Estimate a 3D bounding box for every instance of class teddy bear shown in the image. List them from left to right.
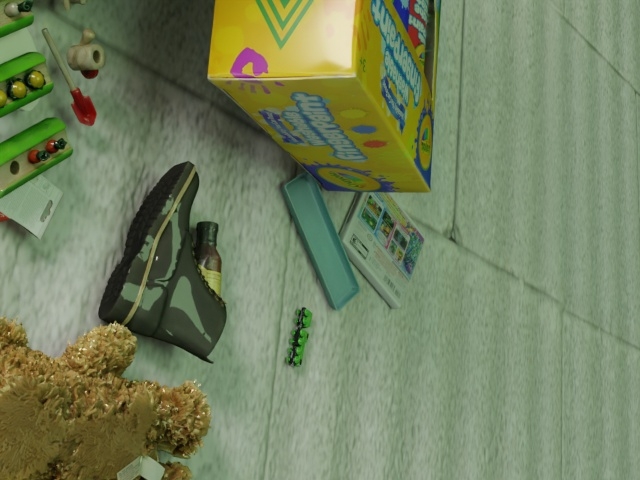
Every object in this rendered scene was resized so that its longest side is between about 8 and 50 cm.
[{"bbox_3d":[-0.230,0.193,0.911,0.338,0.113,0.245,5,89,-55],"label":"teddy bear"}]

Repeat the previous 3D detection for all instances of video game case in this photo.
[{"bbox_3d":[0.093,-0.001,1.404,0.157,0.019,0.143,49,47,-31],"label":"video game case"}]

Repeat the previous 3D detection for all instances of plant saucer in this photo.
[{"bbox_3d":[0.000,0.000,1.291,0.067,0.018,0.192,-38,110,-48],"label":"plant saucer"}]

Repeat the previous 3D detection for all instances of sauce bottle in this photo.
[{"bbox_3d":[-0.136,0.042,1.098,0.042,0.042,0.128,20,64,-47],"label":"sauce bottle"}]

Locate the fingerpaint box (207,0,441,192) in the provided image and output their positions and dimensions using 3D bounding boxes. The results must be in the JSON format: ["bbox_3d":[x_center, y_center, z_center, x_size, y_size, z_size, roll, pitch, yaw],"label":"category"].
[{"bbox_3d":[0.038,-0.287,1.128,0.445,0.163,0.371,38,55,-70],"label":"fingerpaint box"}]

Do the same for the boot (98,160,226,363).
[{"bbox_3d":[-0.147,0.026,1.043,0.137,0.077,0.197,31,71,-26],"label":"boot"}]

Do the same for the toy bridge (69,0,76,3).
[{"bbox_3d":[-0.320,-0.283,0.961,0.188,0.026,0.063,-9,87,-51],"label":"toy bridge"}]

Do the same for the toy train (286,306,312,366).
[{"bbox_3d":[-0.026,0.127,1.230,0.024,0.017,0.083,45,49,-49],"label":"toy train"}]

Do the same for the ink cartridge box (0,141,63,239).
[{"bbox_3d":[-0.311,-0.054,0.916,0.115,0.029,0.062,44,50,-37],"label":"ink cartridge box"}]

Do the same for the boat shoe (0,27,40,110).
[{"bbox_3d":[-0.331,-0.200,0.894,0.184,0.063,0.066,63,38,-46],"label":"boat shoe"}]

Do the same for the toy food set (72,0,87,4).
[{"bbox_3d":[-0.290,-0.351,0.975,0.132,0.039,0.192,10,62,-49],"label":"toy food set"}]

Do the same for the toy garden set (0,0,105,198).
[{"bbox_3d":[-0.267,-0.191,0.895,0.204,0.049,0.244,-48,134,-53],"label":"toy garden set"}]
